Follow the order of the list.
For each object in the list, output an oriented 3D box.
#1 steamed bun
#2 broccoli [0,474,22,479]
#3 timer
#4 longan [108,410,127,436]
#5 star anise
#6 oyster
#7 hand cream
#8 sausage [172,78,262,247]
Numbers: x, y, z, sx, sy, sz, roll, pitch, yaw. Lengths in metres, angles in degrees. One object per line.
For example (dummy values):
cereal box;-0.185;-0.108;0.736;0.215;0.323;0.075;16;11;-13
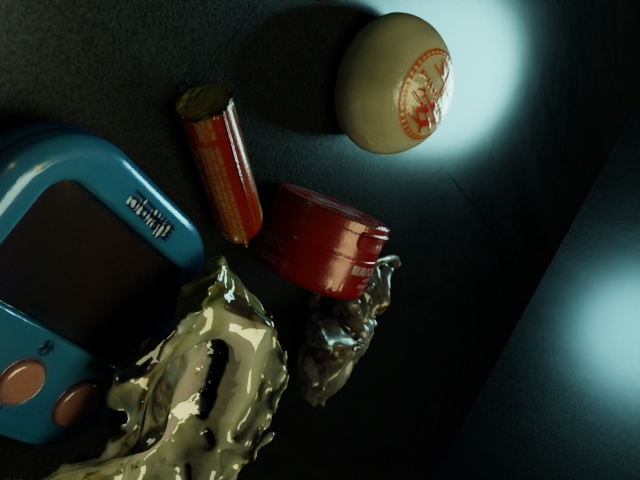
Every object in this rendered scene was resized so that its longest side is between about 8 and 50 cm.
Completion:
steamed bun;0.136;-0.247;1.130;0.232;0.145;0.232;-36;140;-38
broccoli;-0.428;0.413;0.676;0.338;0.318;0.277;-7;143;-6
timer;-0.286;0.054;0.751;0.309;0.115;0.340;-55;148;-13
longan;-0.216;0.223;0.942;0.176;0.145;0.155;-72;167;-87
star anise;0.040;0.160;1.331;0.316;0.139;0.359;-59;165;8
oyster;-0.166;0.187;0.820;0.238;0.114;0.351;23;84;-43
hand cream;0.000;0.000;1.069;0.193;0.193;0.125;5;110;-57
sausage;-0.124;-0.083;0.929;0.083;0.083;0.264;-45;145;-28
